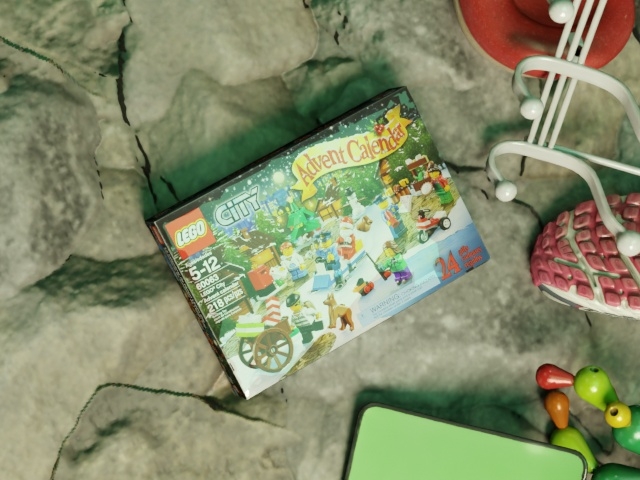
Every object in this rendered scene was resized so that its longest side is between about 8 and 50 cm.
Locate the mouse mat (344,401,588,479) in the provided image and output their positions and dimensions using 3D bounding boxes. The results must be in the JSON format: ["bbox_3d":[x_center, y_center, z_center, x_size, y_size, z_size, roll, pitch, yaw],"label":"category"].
[{"bbox_3d":[0.109,0.222,1.298,0.190,0.007,0.152,13,95,10],"label":"mouse mat"}]

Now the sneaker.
[{"bbox_3d":[0.322,0.042,1.355,0.299,0.112,0.120,6,54,-6],"label":"sneaker"}]

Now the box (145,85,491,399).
[{"bbox_3d":[0.000,0.000,1.285,0.233,0.044,0.159,-30,100,-14],"label":"box"}]

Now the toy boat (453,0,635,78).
[{"bbox_3d":[0.189,-0.244,1.278,0.151,0.151,0.231,-7,94,-16],"label":"toy boat"}]

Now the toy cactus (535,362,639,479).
[{"bbox_3d":[0.262,0.198,1.319,0.181,0.112,0.219,-6,101,15],"label":"toy cactus"}]

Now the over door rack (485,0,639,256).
[{"bbox_3d":[0.306,-0.088,1.227,0.324,0.239,0.108,7,55,-2],"label":"over door rack"}]
